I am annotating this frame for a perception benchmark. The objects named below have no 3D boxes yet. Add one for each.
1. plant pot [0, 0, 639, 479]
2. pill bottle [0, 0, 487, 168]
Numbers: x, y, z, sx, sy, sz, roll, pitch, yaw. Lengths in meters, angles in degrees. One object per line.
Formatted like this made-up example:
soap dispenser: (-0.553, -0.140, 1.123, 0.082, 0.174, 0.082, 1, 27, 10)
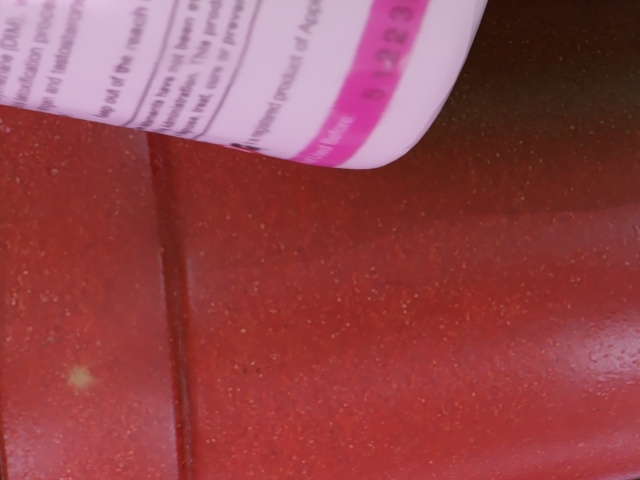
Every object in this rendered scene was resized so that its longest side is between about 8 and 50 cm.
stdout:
plant pot: (0.000, 0.000, 0.660, 0.265, 0.272, 0.272, -6, 125, -9)
pill bottle: (-0.102, -0.118, 0.459, 0.283, 0.160, 0.160, 9, 123, -14)
